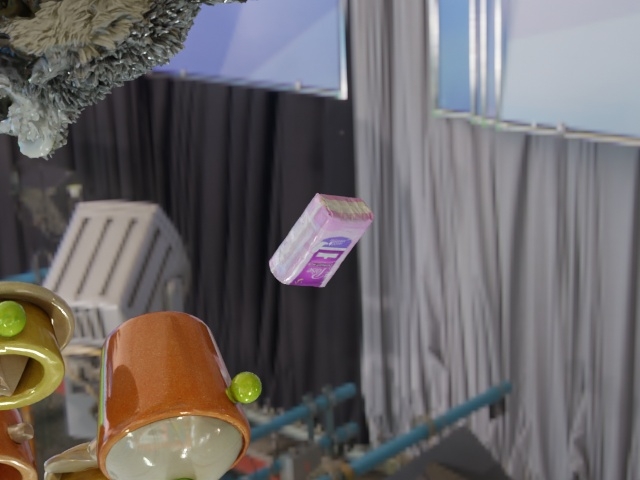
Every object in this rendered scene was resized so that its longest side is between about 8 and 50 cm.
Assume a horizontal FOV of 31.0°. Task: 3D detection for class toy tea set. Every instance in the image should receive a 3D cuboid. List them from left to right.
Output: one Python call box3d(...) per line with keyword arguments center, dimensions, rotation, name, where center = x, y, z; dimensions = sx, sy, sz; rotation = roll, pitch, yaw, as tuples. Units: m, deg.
box3d(center=(-0.174, 0.172, 0.765), dimensions=(0.200, 0.336, 0.124), rotation=(4, -134, -24), name="toy tea set")

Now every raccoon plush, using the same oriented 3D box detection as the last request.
box3d(center=(-0.211, -0.212, 1.307), dimensions=(0.446, 0.216, 0.299), rotation=(3, 160, -5), name="raccoon plush")

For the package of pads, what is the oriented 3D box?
box3d(center=(0.000, 0.000, 0.921), dimensions=(0.050, 0.083, 0.032), rotation=(6, -138, -39), name="package of pads")
